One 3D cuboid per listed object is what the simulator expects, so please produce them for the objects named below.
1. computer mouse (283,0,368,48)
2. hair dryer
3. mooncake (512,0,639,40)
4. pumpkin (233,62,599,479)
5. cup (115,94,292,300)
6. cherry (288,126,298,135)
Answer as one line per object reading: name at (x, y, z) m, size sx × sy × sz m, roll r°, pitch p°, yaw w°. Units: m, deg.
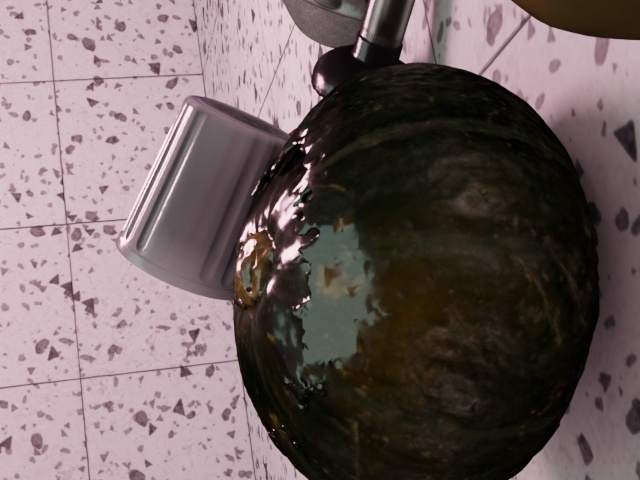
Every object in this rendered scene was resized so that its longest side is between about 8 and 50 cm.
computer mouse at (-0.009, -0.449, 1.682) m, size 0.374 × 0.114 × 0.203 m, roll -118°, pitch 28°, yaw -55°
hair dryer at (0.103, -0.361, 1.391) m, size 0.284 × 0.155 × 0.320 m, roll -77°, pitch 2°, yaw -67°
mooncake at (0.215, -0.333, 0.542) m, size 0.467 × 0.262 × 0.467 m, roll 173°, pitch 90°, yaw -77°
pumpkin at (0.082, 0.046, 1.018) m, size 0.454 × 0.344 × 0.454 m, roll -175°, pitch 90°, yaw -78°
cup at (-0.136, -0.062, 1.199) m, size 0.202 × 0.167 × 0.221 m, roll -65°, pitch 26°, yaw 11°
cherry at (0.027, -0.039, 1.346) m, size 0.261 × 0.307 × 0.221 m, roll 61°, pitch 149°, yaw 3°
